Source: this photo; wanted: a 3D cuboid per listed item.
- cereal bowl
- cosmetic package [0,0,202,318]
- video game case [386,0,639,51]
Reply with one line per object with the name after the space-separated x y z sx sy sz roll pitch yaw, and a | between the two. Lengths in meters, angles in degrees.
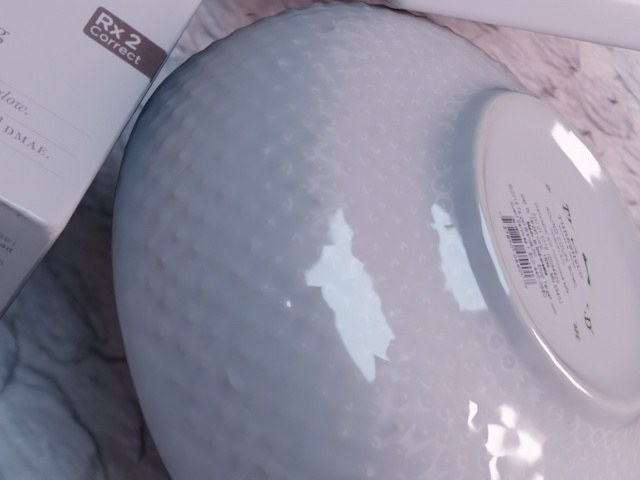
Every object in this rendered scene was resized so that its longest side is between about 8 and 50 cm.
0.068 0.029 0.664 0.339 0.141 0.339 32 46 -40 | cereal bowl
-0.171 -0.070 0.638 0.151 0.151 0.184 32 50 -11 | cosmetic package
0.117 -0.176 0.849 0.329 0.036 0.300 5 22 -30 | video game case
